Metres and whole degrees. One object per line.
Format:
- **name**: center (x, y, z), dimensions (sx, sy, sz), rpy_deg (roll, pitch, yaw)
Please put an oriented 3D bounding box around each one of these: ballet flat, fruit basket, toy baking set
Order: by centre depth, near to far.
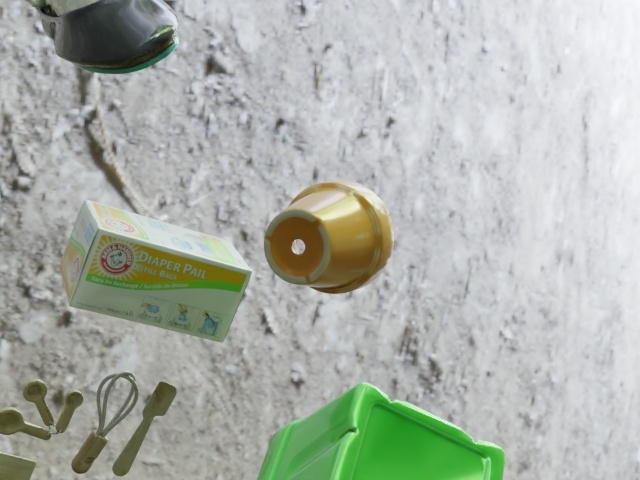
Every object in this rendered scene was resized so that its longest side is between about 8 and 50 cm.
- **ballet flat**: center (-0.148, -0.151, 0.602), dimensions (0.074, 0.203, 0.074), rpy_deg (-8, 110, -23)
- **fruit basket**: center (0.028, 0.383, 0.947), dimensions (0.392, 0.283, 0.392), rpy_deg (-63, -176, 7)
- **toy baking set**: center (-0.307, 0.267, 1.233), dimensions (0.256, 0.030, 0.197), rpy_deg (-4, 107, -26)

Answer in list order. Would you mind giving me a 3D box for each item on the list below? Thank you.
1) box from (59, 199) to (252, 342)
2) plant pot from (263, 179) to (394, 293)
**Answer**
- **box**: center (-0.206, 0.038, 1.180), dimensions (0.203, 0.114, 0.103), rpy_deg (17, 103, -26)
- **plant pot**: center (0.000, 0.000, 1.663), dimensions (0.188, 0.205, 0.205), rpy_deg (-13, 111, -64)
